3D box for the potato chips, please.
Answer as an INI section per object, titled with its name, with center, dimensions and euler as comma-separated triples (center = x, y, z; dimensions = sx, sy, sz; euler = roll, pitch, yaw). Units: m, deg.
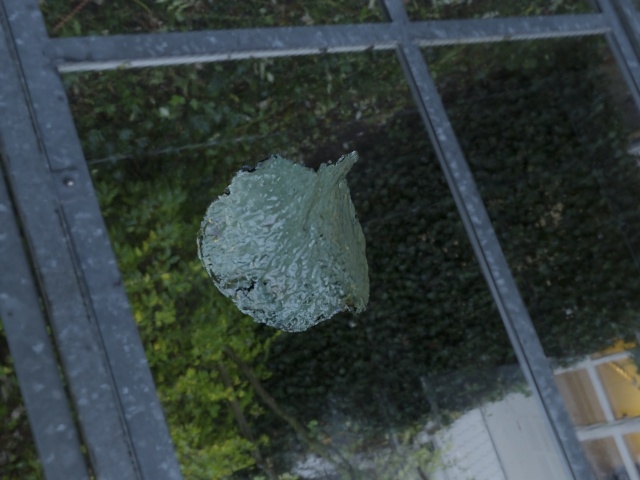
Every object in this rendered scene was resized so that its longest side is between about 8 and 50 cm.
[potato chips]
center = -0.005, -0.001, 0.576
dimensions = 0.059, 0.167, 0.228
euler = 25, -161, 38
